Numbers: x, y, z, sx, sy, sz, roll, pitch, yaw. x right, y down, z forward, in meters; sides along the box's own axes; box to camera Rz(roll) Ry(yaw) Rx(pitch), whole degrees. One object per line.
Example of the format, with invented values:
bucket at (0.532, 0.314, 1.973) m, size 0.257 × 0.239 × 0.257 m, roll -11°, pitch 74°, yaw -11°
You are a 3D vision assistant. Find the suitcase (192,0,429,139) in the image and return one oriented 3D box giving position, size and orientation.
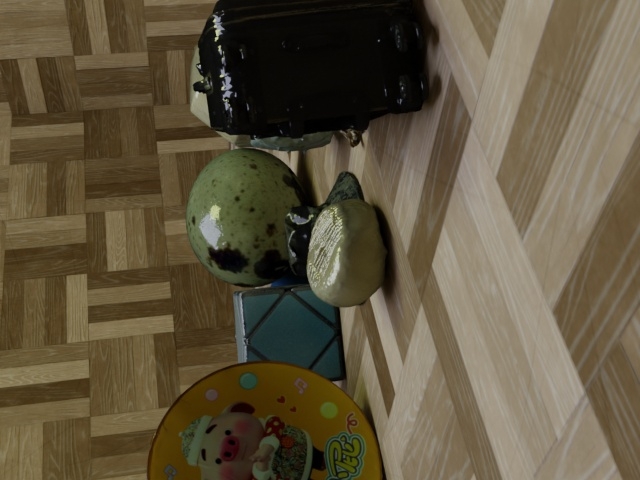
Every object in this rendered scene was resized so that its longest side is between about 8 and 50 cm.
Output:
suitcase at (-0.035, -0.237, 1.209) m, size 0.434 × 0.283 × 0.194 m, roll -151°, pitch 52°, yaw -79°

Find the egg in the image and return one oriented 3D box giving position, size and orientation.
egg at (-0.168, -0.058, 2.020) m, size 0.379 × 0.287 × 0.288 m, roll -116°, pitch 22°, yaw -56°

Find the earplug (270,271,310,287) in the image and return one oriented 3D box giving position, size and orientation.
earplug at (-0.066, 0.207, 2.078) m, size 0.132 × 0.132 × 0.273 m, roll -163°, pitch 71°, yaw -79°

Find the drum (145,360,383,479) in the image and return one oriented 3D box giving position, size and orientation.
drum at (-0.103, 0.444, 1.577) m, size 0.214 × 0.431 × 0.431 m, roll 101°, pitch 161°, yaw -55°

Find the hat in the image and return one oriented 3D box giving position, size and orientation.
hat at (0.000, 0.000, 1.581) m, size 0.265 × 0.128 × 0.266 m, roll 176°, pitch 90°, yaw -83°

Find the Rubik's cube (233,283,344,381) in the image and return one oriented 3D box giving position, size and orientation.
Rubik's cube at (-0.073, 0.198, 1.863) m, size 0.207 × 0.205 × 0.205 m, roll 172°, pitch 93°, yaw -81°

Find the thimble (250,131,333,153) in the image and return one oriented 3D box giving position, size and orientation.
thimble at (-0.052, -0.272, 1.618) m, size 0.205 × 0.172 × 0.250 m, roll 91°, pitch 172°, yaw -54°

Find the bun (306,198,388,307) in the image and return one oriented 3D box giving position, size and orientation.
bun at (0.048, 0.020, 1.390) m, size 0.188 × 0.111 × 0.164 m, roll -114°, pitch 41°, yaw -61°

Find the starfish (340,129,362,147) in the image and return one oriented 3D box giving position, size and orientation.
starfish at (0.051, -0.192, 1.462) m, size 0.078 × 0.028 × 0.091 m, roll 110°, pitch 156°, yaw -55°

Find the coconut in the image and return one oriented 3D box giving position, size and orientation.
coconut at (-0.184, -0.353, 1.999) m, size 0.266 × 0.237 × 0.237 m, roll 38°, pitch 160°, yaw 6°
